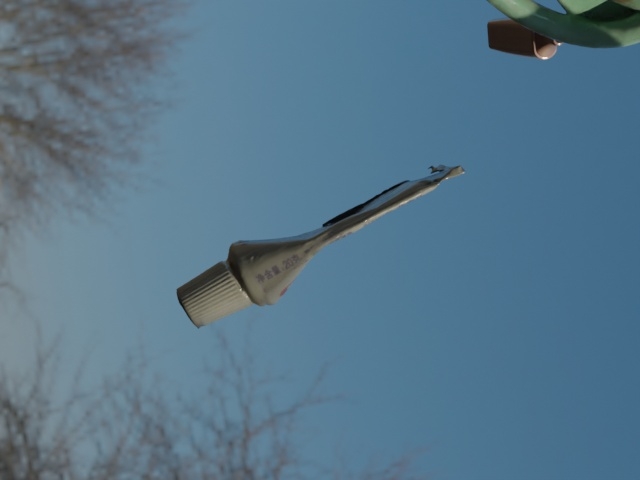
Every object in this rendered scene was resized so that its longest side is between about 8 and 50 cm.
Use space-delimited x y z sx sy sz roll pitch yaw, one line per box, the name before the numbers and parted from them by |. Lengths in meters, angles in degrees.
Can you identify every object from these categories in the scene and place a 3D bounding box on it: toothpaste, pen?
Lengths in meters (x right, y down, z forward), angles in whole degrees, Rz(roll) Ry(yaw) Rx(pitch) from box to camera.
toothpaste | -0.001 -0.001 1.352 0.068 0.282 0.099 66 -4 -34
pen | 0.262 -0.258 1.862 0.197 0.032 0.053 -149 -127 -69

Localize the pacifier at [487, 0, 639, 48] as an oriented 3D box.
pacifier | 0.245 -0.321 1.225 0.288 0.343 0.269 -28 -148 31
